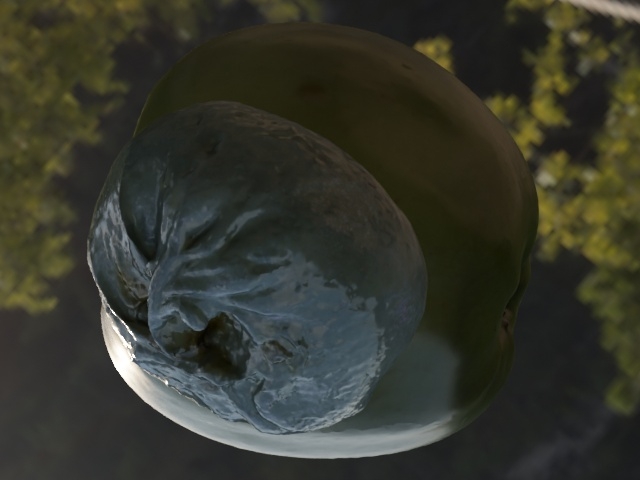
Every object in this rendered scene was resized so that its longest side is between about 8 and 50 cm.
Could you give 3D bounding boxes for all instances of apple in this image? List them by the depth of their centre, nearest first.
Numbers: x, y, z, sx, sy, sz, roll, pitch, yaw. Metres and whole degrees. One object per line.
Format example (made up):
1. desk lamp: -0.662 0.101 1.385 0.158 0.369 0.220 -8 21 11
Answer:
1. apple: 0.000 0.000 1.376 0.357 0.357 0.357 40 174 5

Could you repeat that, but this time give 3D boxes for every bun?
1. bun: -0.032 0.018 0.675 0.141 0.083 0.140 19 135 20
